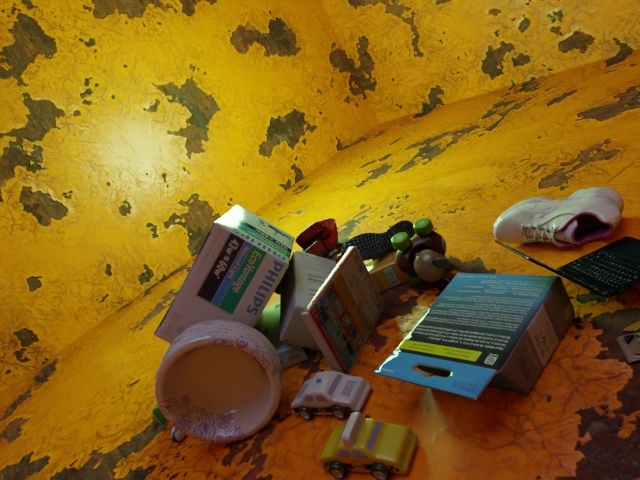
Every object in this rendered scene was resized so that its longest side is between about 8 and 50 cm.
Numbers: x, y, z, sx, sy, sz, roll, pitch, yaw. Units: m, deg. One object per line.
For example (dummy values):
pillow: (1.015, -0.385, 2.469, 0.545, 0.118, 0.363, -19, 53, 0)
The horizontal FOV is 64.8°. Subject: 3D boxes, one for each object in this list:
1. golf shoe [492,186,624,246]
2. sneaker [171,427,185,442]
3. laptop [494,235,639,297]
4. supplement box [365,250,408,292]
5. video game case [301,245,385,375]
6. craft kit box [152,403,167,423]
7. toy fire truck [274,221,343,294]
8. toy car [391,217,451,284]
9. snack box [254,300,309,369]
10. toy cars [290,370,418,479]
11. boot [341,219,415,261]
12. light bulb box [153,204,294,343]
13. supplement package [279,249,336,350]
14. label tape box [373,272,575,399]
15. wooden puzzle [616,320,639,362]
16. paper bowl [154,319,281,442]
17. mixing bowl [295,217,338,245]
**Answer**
golf shoe: (0.566, -0.040, 1.231, 0.306, 0.115, 0.140, -17, 25, 37)
sneaker: (-0.349, 0.484, 1.327, 0.044, 0.040, 0.109, -13, 25, 36)
laptop: (0.532, 0.016, 1.018, 0.264, 0.136, 0.234, -27, 7, 7)
supplement box: (0.147, 0.116, 1.496, 0.234, 0.080, 0.078, -23, 18, 15)
video game case: (0.067, 0.173, 1.260, 0.025, 0.204, 0.285, -12, 25, 35)
craft kit box: (-0.327, 0.394, 1.456, 0.250, 0.060, 0.246, -27, 7, 8)
toy fire truck: (-0.035, 0.087, 1.629, 0.254, 0.169, 0.302, -43, -10, 5)
toy car: (0.299, 0.054, 1.334, 0.149, 0.155, 0.188, -33, 28, -9)
snack box: (-0.124, 0.276, 1.504, 0.187, 0.060, 0.322, -25, 19, 10)
toy cars: (0.042, 0.349, 1.021, 0.177, 0.087, 0.394, -33, 18, -11)
boot: (0.178, 0.034, 1.559, 0.247, 0.083, 0.161, -19, -25, -12)
light bulb box: (-0.258, 0.118, 1.461, 0.357, 0.225, 0.361, -60, 6, 9)
supplement package: (-0.030, 0.163, 1.391, 0.244, 0.134, 0.139, -96, 25, -55)
label tape box: (0.303, 0.202, 0.986, 0.334, 0.105, 0.241, -41, 22, -31)
wooden puzzle: (0.545, 0.173, 0.847, 0.079, 0.014, 0.116, -25, 19, 14)
paper bowl: (-0.234, 0.320, 1.198, 0.284, 0.284, 0.148, -27, 18, 7)
mixing bowl: (0.000, 0.000, 1.986, 0.182, 0.098, 0.181, -26, 18, 9)
